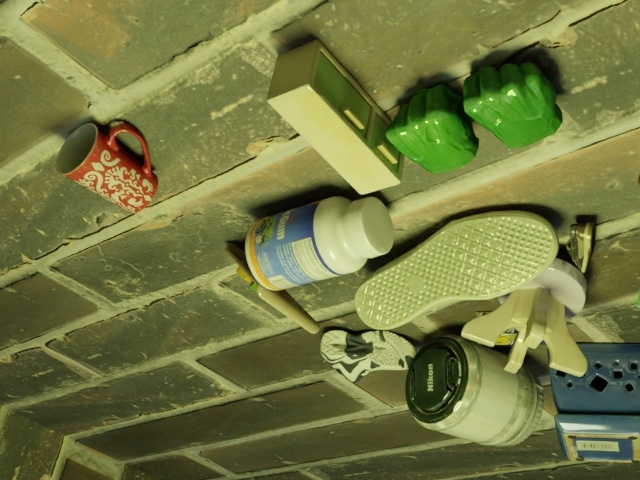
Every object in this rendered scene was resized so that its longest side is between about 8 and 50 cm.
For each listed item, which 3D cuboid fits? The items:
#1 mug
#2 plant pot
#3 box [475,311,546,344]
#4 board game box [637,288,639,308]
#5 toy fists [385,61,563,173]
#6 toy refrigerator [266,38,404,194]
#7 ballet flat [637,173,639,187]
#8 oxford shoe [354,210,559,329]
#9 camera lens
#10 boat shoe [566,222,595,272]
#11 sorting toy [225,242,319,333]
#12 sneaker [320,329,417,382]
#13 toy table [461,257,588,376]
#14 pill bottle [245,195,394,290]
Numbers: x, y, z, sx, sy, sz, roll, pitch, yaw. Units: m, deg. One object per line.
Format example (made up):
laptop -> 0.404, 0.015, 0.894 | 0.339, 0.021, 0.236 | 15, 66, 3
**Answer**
mug -> -0.385, -0.134, 1.777 | 0.150, 0.113, 0.169 | -14, 143, 36
plant pot -> 0.647, 0.380, 2.161 | 0.236, 0.212, 0.236 | -2, 146, 19
box -> 0.428, 0.195, 2.081 | 0.169, 0.059, 0.054 | -2, 147, 20
board game box -> 0.817, 0.136, 1.838 | 0.213, 0.046, 0.317 | 30, 154, -28
toy fists -> 0.238, -0.202, 1.504 | 0.279, 0.096, 0.142 | -16, 149, 33
toy refrigerator -> 0.037, -0.199, 1.557 | 0.094, 0.102, 0.269 | -15, 139, 34
ballet flat -> 0.685, -0.096, 1.527 | 0.316, 0.107, 0.106 | -6, 151, 27
oxford shoe -> 0.266, 0.052, 1.865 | 0.449, 0.169, 0.130 | -27, 176, 34
camera lens -> 0.350, 0.349, 2.174 | 0.274, 0.219, 0.219 | 23, 146, -33
boat shoe -> 0.493, 0.009, 1.792 | 0.049, 0.056, 0.152 | 16, 150, 20
sorting toy -> -0.107, 0.105, 1.995 | 0.038, 0.208, 0.193 | -48, 126, 5
sneaker -> 0.119, 0.288, 2.291 | 0.235, 0.094, 0.153 | 1, 153, 4
toy table -> 0.426, 0.159, 1.898 | 0.252, 0.161, 0.274 | 14, 156, 18
pill bottle -> 0.000, 0.000, 1.826 | 0.272, 0.152, 0.152 | -16, 138, 34
